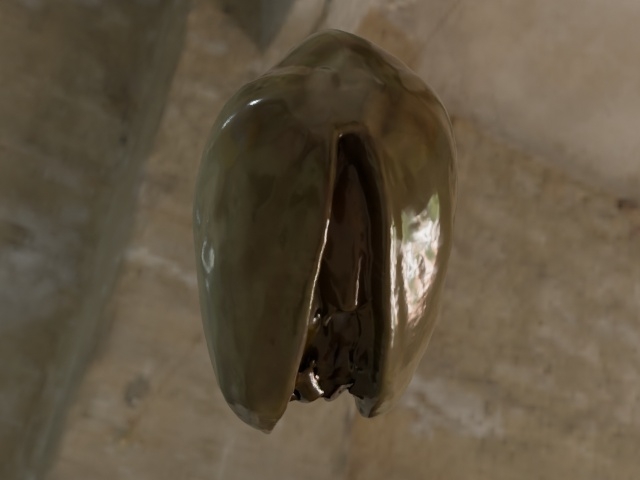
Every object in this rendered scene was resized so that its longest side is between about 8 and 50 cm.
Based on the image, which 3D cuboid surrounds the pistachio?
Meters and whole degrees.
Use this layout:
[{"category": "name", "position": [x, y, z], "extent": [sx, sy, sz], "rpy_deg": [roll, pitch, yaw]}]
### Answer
[{"category": "pistachio", "position": [0.000, 0.000, 0.843], "extent": [0.129, 0.131, 0.206], "rpy_deg": [0, -61, -8]}]
